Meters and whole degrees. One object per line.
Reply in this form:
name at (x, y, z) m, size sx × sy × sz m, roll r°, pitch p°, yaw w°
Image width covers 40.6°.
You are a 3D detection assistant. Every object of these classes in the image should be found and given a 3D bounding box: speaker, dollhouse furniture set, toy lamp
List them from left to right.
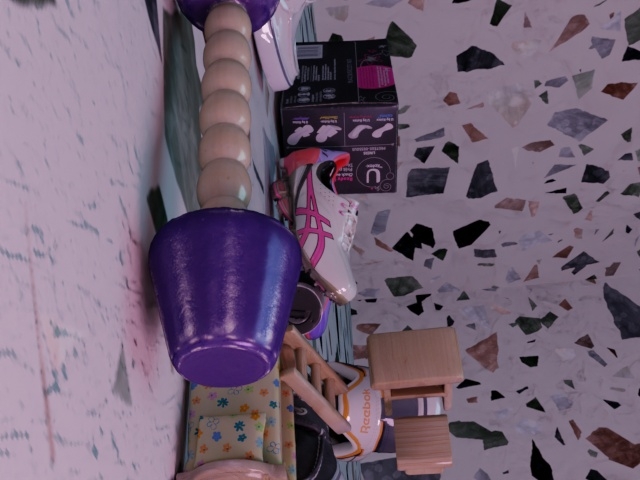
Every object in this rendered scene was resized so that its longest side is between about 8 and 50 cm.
toy lamp at (-0.050, -0.053, 0.475) m, size 0.080 × 0.080 × 0.275 m, roll 80°, pitch 6°, yaw -56°
speaker at (-0.021, 0.068, 0.978) m, size 0.136 × 0.055 × 0.055 m, roll -58°, pitch 143°, yaw -83°
dollhouse furniture set at (0.008, 0.128, 0.480) m, size 0.101 × 0.160 × 0.182 m, roll 80°, pitch 5°, yaw -51°

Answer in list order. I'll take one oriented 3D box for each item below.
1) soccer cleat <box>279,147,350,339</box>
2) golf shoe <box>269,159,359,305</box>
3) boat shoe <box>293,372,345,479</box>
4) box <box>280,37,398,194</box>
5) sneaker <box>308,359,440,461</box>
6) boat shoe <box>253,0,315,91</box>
soccer cleat at (0.000, 0.000, 1.100) m, size 0.083 × 0.095 × 0.248 m, roll 72°, pitch 13°, yaw -75°
golf shoe at (0.007, -0.015, 0.962) m, size 0.067 × 0.085 × 0.186 m, roll 45°, pitch 19°, yaw -55°
boat shoe at (-0.025, 0.139, 0.636) m, size 0.228 × 0.080 × 0.076 m, roll -76°, pitch 154°, yaw -83°
box at (0.026, -0.182, 1.259) m, size 0.247 × 0.163 × 0.142 m, roll -90°, pitch 177°, yaw -57°
sneaker at (0.023, 0.213, 1.087) m, size 0.321 × 0.127 × 0.126 m, roll 143°, pitch -48°, yaw -65°
boat shoe at (-0.040, -0.294, 0.967) m, size 0.095 × 0.084 × 0.258 m, roll -90°, pitch 173°, yaw -61°
